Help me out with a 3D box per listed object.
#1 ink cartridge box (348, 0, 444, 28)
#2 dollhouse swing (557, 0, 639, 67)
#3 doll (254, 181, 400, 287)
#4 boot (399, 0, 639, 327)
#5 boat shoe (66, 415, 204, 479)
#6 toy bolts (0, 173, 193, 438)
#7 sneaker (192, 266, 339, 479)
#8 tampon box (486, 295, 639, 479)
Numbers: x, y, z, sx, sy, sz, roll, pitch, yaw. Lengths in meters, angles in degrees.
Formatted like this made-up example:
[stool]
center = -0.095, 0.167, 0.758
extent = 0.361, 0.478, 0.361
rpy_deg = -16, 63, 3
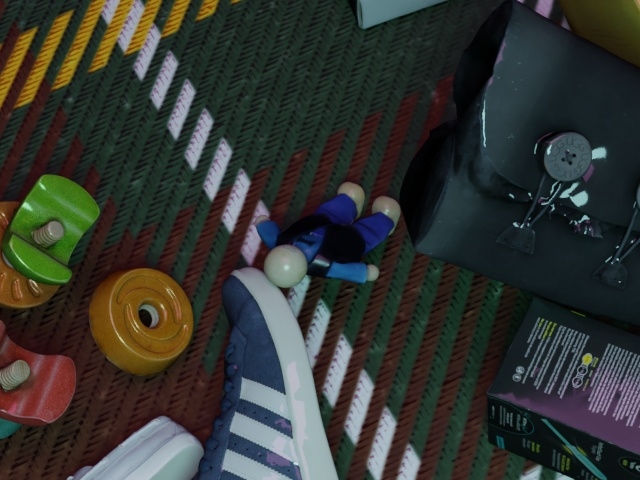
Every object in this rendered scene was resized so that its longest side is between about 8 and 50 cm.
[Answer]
[ink cartridge box]
center = 0.181, -0.358, 1.621
extent = 0.371, 0.069, 0.175
rpy_deg = -19, 61, -7
[dollhouse swing]
center = 0.395, -0.338, 1.440
extent = 0.347, 0.315, 0.305
rpy_deg = -20, 97, -5
[doll]
center = 0.000, 0.000, 1.392
extent = 0.129, 0.046, 0.189
rpy_deg = 22, 28, 17
[boot]
center = 0.329, -0.091, 1.252
extent = 0.445, 0.146, 0.367
rpy_deg = 22, 97, -7
[boat shoe]
center = -0.188, 0.219, 1.343
extent = 0.184, 0.066, 0.063
rpy_deg = -41, 51, -13
[toy bolts]
center = -0.256, 0.094, 1.406
extent = 0.218, 0.158, 0.228
rpy_deg = 38, 53, -20
[sneaker]
center = -0.067, 0.186, 1.305
extent = 0.148, 0.131, 0.350
rpy_deg = -13, 61, -6
[tampon box]
center = 0.234, 0.139, 1.305
extent = 0.161, 0.120, 0.101
rpy_deg = 22, 66, 17
